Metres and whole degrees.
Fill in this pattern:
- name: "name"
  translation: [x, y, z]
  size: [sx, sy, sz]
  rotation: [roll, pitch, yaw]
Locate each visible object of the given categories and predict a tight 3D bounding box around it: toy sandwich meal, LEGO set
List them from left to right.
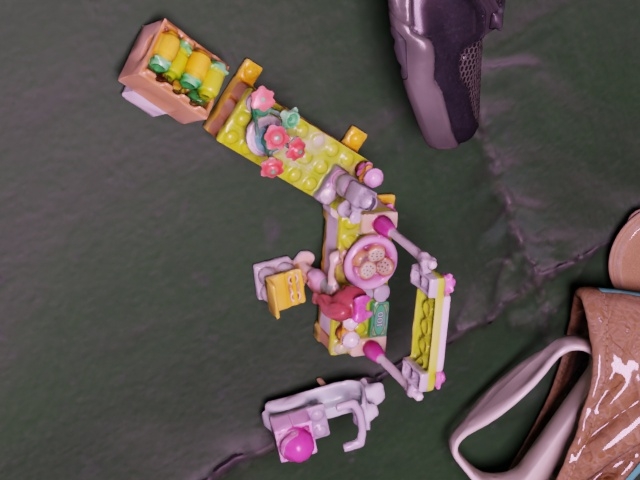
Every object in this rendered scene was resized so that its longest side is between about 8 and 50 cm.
- name: "LEGO set"
  translation: [0.000, 0.000, 0.755]
  size: [0.132, 0.107, 0.287]
  rotation: [-26, 120, -12]
- name: "toy sandwich meal"
  translation: [0.230, 0.010, 0.912]
  size: [0.086, 0.029, 0.085]
  rotation: [-4, 112, -11]

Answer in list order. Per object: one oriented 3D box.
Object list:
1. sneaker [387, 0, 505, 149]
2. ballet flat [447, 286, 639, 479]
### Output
- name: "sneaker"
  translation: [0.096, -0.158, 0.726]
  size: [0.130, 0.087, 0.227]
  rotation: [-3, 111, 5]
- name: "ballet flat"
  translation: [0.129, 0.176, 0.897]
  size: [0.124, 0.116, 0.342]
  rotation: [27, 101, -11]
